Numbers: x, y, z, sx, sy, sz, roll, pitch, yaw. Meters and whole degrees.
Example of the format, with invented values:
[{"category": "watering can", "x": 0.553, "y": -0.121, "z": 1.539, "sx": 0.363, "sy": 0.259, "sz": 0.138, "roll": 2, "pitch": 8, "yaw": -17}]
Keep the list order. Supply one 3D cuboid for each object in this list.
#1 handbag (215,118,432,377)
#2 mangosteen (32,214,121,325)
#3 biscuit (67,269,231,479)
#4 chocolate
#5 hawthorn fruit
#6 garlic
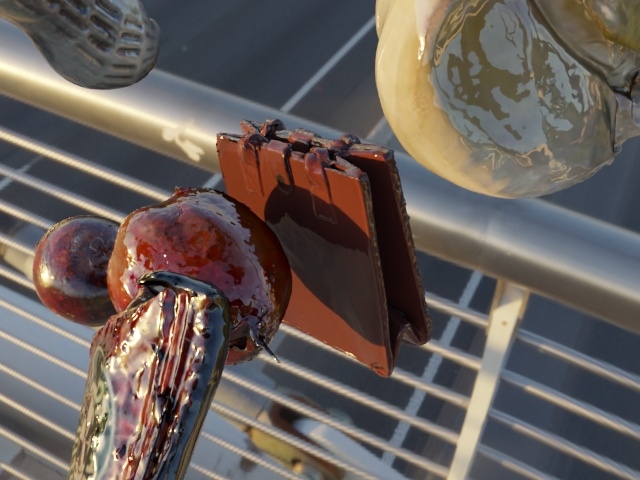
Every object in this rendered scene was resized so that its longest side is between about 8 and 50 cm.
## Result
[{"category": "handbag", "x": -0.001, "y": 0.001, "z": 0.872, "sx": 0.084, "sy": 0.275, "sz": 0.260, "roll": -33, "pitch": 37, "yaw": -30}, {"category": "mangosteen", "x": -0.308, "y": 0.046, "z": 1.016, "sx": 0.146, "sy": 0.181, "sz": 0.155, "roll": -8, "pitch": 71, "yaw": -16}, {"category": "biscuit", "x": -0.098, "y": 0.093, "z": 0.408, "sx": 0.063, "sy": 0.235, "sz": 0.151, "roll": 10, "pitch": 84, "yaw": -13}, {"category": "chocolate", "x": -0.157, "y": -0.144, "z": 0.440, "sx": 0.072, "sy": 0.167, "sz": 0.072, "roll": -11, "pitch": 66, "yaw": 25}, {"category": "hawthorn fruit", "x": -0.111, "y": 0.057, "z": 0.769, "sx": 0.181, "sy": 0.181, "sz": 0.235, "roll": -26, "pitch": 54, "yaw": -28}, {"category": "garlic", "x": 0.106, "y": -0.134, "z": 0.377, "sx": 0.143, "sy": 0.178, "sz": 0.229, "roll": 29, "pitch": 90, "yaw": 53}]
